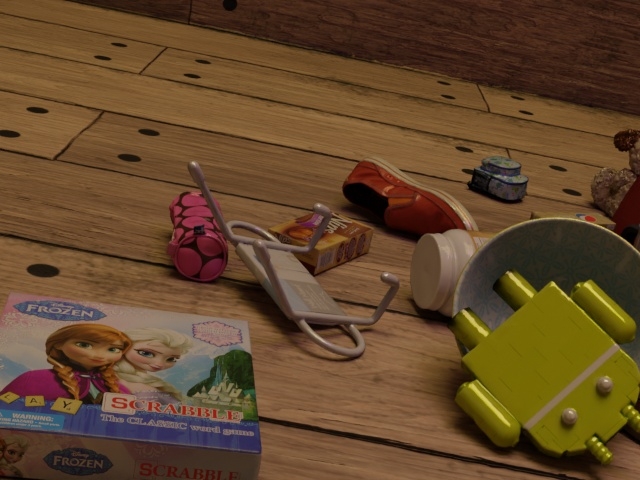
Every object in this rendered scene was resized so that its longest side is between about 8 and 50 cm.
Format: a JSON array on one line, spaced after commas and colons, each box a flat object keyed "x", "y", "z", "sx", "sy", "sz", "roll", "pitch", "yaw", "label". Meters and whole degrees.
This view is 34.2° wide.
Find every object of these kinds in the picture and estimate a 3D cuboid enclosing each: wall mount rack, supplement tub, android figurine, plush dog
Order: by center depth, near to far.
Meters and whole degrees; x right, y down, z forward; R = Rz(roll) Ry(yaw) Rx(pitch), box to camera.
[{"x": 0.301, "y": 0.168, "z": 1.362, "sx": 0.273, "sy": 0.248, "sz": 0.056, "roll": 49, "pitch": -8, "yaw": 23, "label": "android figurine"}, {"x": -0.056, "y": 0.017, "z": 1.545, "sx": 0.304, "sy": 0.130, "sz": 0.350, "roll": 12, "pitch": 25, "yaw": -43, "label": "wall mount rack"}, {"x": 0.261, "y": 0.056, "z": 1.695, "sx": 0.200, "sy": 0.144, "sz": 0.144, "roll": 4, "pitch": 22, "yaw": -18, "label": "supplement tub"}, {"x": 0.742, "y": -0.137, "z": 2.330, "sx": 0.263, "sy": 0.225, "sz": 0.211, "roll": 19, "pitch": 22, "yaw": 18, "label": "plush dog"}]

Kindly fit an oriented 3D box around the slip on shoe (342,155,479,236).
[{"x": 0.174, "y": -0.055, "z": 2.011, "sx": 0.101, "sy": 0.123, "sz": 0.331, "roll": -40, "pitch": 53, "yaw": -23, "label": "slip on shoe"}]

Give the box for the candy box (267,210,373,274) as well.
[{"x": 0.000, "y": 0.000, "z": 1.829, "sx": 0.109, "sy": 0.053, "sz": 0.187, "roll": 23, "pitch": 25, "yaw": 27, "label": "candy box"}]

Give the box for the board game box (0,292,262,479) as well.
[{"x": -0.237, "y": 0.174, "z": 1.238, "sx": 0.319, "sy": 0.065, "sz": 0.318, "roll": 8, "pitch": 21, "yaw": -11, "label": "board game box"}]

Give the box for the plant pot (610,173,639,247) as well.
[{"x": 0.779, "y": -0.050, "z": 2.117, "sx": 0.268, "sy": 0.235, "sz": 0.267, "roll": 7, "pitch": 22, "yaw": -14, "label": "plant pot"}]

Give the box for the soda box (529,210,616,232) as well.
[{"x": 0.517, "y": -0.022, "z": 2.152, "sx": 0.181, "sy": 0.058, "sz": 0.061, "roll": 1, "pitch": 24, "yaw": -27, "label": "soda box"}]

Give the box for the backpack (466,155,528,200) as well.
[{"x": 0.413, "y": -0.141, "z": 2.366, "sx": 0.114, "sy": 0.084, "sz": 0.105, "roll": 31, "pitch": 30, "yaw": 34, "label": "backpack"}]

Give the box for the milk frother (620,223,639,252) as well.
[{"x": 0.576, "y": 0.038, "z": 1.922, "sx": 0.143, "sy": 0.134, "sz": 0.129, "roll": -10, "pitch": 29, "yaw": -43, "label": "milk frother"}]

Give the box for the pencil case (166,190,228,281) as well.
[{"x": -0.205, "y": -0.014, "z": 1.705, "sx": 0.098, "sy": 0.095, "sz": 0.209, "roll": 7, "pitch": 19, "yaw": -12, "label": "pencil case"}]

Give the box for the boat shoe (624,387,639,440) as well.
[{"x": 0.521, "y": 0.247, "z": 1.401, "sx": 0.111, "sy": 0.104, "sz": 0.307, "roll": -8, "pitch": 29, "yaw": -42, "label": "boat shoe"}]

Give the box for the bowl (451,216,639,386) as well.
[{"x": 0.334, "y": 0.127, "z": 1.487, "sx": 0.290, "sy": 0.289, "sz": 0.156, "roll": 17, "pitch": -19, "yaw": 14, "label": "bowl"}]
